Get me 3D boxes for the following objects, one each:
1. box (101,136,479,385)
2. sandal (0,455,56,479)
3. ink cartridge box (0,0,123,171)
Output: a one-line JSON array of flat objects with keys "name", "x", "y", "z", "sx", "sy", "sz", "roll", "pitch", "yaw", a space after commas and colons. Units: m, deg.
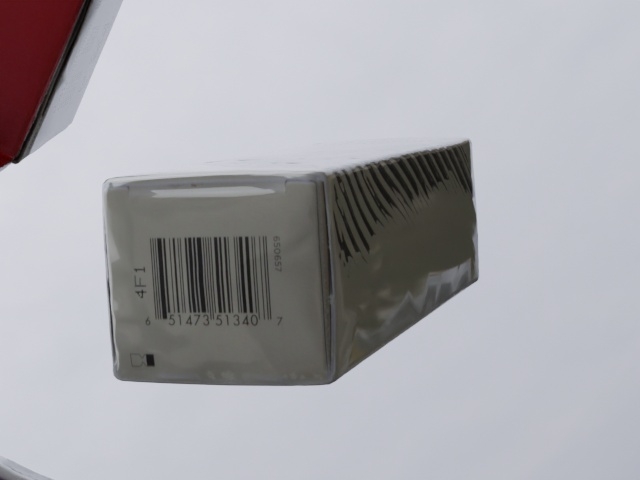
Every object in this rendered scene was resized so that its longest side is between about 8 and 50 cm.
[{"name": "box", "x": 0.000, "y": 0.000, "z": 0.671, "sx": 0.113, "sy": 0.094, "sz": 0.275, "roll": -1, "pitch": 7, "yaw": 18}, {"name": "sandal", "x": -0.275, "y": 0.165, "z": 0.719, "sx": 0.416, "sy": 0.169, "sz": 0.102, "roll": 9, "pitch": -8, "yaw": 1}, {"name": "ink cartridge box", "x": -0.290, "y": -0.172, "z": 0.788, "sx": 0.309, "sy": 0.272, "sz": 0.130, "roll": 24, "pitch": -81, "yaw": -8}]
